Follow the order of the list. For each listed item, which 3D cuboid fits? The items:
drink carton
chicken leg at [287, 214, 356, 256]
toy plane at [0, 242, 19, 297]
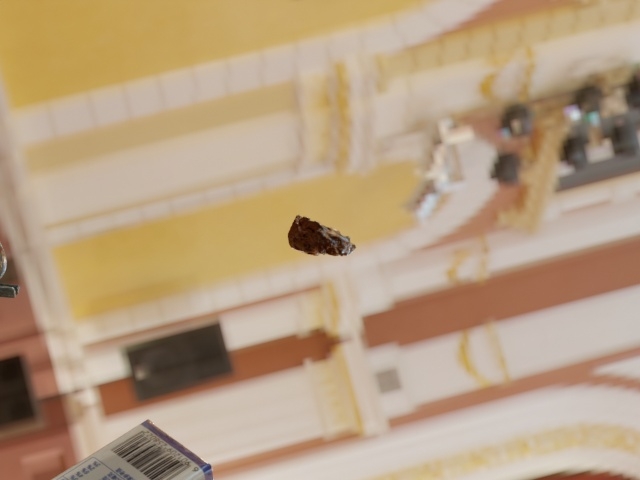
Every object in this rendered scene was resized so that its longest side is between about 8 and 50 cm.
[{"bbox_3d":[-0.244,0.310,1.805,0.106,0.315,0.130,29,-43,37],"label":"drink carton"},{"bbox_3d":[-0.004,-0.001,1.963,0.145,0.062,0.037,6,-102,67],"label":"chicken leg"},{"bbox_3d":[-0.371,0.015,1.706,0.096,0.235,0.060,-71,164,-56],"label":"toy plane"}]
